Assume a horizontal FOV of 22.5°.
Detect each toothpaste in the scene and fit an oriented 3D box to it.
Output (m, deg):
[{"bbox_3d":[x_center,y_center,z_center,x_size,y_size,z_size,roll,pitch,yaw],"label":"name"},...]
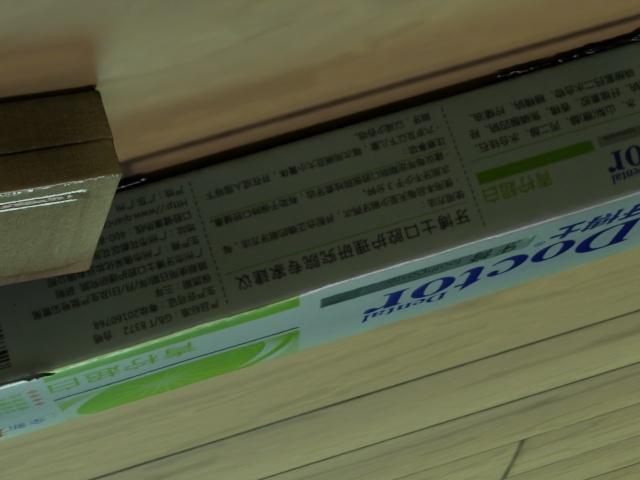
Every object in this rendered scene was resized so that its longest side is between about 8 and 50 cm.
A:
[{"bbox_3d":[0.000,0.000,0.637,0.337,0.067,0.081,-16,163,-6],"label":"toothpaste"}]

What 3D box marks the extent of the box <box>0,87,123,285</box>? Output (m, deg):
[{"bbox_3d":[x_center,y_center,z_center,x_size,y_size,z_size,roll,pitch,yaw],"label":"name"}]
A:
[{"bbox_3d":[-0.116,-0.012,0.543,0.083,0.035,0.079,-9,158,-22],"label":"box"}]
